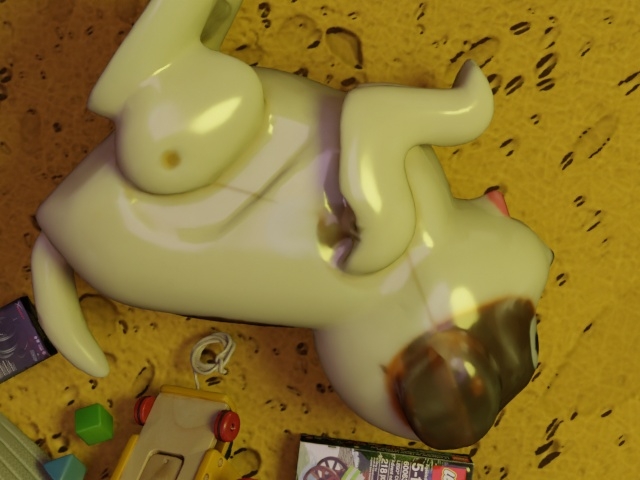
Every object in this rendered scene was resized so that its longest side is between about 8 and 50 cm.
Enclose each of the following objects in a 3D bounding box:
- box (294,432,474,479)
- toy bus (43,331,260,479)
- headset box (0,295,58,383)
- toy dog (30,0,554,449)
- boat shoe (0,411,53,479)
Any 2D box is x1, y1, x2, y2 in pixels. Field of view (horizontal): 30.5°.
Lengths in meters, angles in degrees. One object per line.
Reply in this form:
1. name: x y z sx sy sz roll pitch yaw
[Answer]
1. box: 0.046 0.302 1.068 0.159 0.044 0.233 7 91 2
2. toy bus: -0.122 0.216 1.040 0.202 0.104 0.191 -30 48 -1
3. headset box: -0.295 0.098 1.080 0.083 0.032 0.062 -27 90 0
4. toy dog: 0.000 0.000 0.947 0.408 0.284 0.395 34 85 -3
5. boat shoe: -0.323 0.222 1.054 0.119 0.121 0.335 -45 79 10
